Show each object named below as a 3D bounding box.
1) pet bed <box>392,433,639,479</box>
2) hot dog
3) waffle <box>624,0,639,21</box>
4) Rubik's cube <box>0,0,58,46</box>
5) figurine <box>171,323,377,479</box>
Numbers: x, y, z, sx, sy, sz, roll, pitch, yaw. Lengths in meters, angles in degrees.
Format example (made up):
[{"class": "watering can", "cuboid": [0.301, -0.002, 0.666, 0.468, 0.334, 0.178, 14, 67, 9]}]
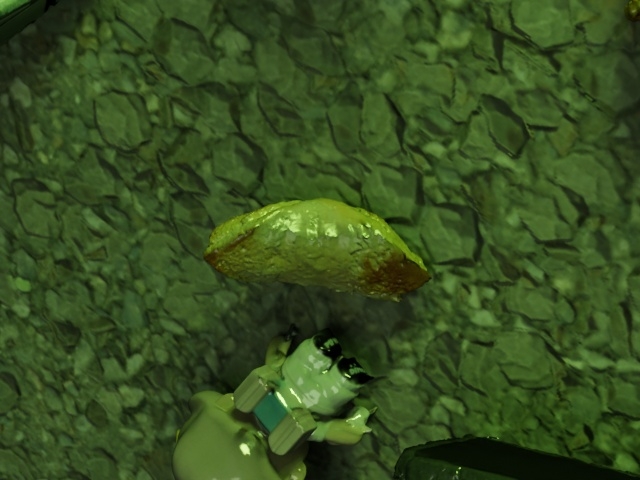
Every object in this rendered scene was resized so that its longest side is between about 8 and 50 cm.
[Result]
[{"class": "pet bed", "cuboid": [0.156, 0.240, 1.341, 0.211, 0.183, 0.159, 11, 94, 23]}, {"class": "hot dog", "cuboid": [0.000, 0.000, 1.392, 0.169, 0.061, 0.078, 9, 131, -3]}, {"class": "waffle", "cuboid": [0.282, -0.164, 1.136, 0.193, 0.070, 0.197, 8, 116, 27]}, {"class": "Rubik's cube", "cuboid": [-0.311, -0.220, 1.365, 0.205, 0.207, 0.205, -29, 97, 39]}, {"class": "figurine", "cuboid": [-0.048, 0.162, 1.484, 0.137, 0.112, 0.229, 46, 119, 7]}]
